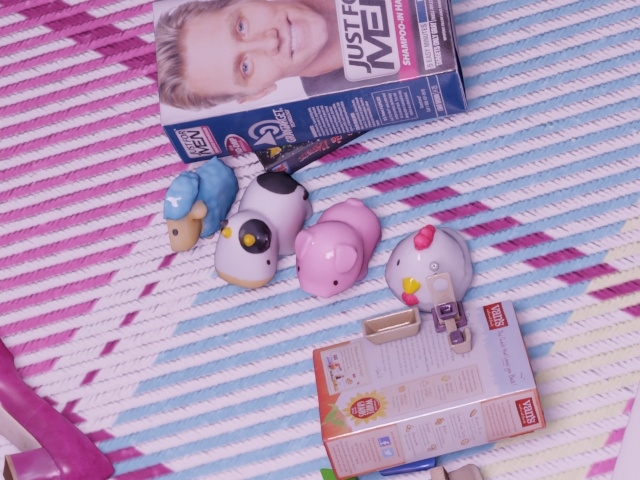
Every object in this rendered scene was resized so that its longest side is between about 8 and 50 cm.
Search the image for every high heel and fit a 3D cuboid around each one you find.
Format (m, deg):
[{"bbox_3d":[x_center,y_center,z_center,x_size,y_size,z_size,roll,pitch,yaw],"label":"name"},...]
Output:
[{"bbox_3d":[-0.325,0.188,1.980,0.117,0.082,0.244,-9,48,-24],"label":"high heel"}]

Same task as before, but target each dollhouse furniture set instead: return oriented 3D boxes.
[{"bbox_3d":[0.096,0.077,1.852,0.114,0.081,0.091,-15,33,5],"label":"dollhouse furniture set"}]

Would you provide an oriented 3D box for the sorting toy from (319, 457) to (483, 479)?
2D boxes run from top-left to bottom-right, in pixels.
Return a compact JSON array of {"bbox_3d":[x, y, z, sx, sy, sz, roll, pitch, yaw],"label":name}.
[{"bbox_3d":[0.108,0.353,1.818,0.196,0.047,0.347,-23,58,3],"label":"sorting toy"}]

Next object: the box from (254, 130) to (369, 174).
[{"bbox_3d":[0.005,-0.193,2.082,0.233,0.044,0.159,-29,64,-2],"label":"box"}]

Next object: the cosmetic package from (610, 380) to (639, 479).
[{"bbox_3d":[0.369,0.331,1.723,0.197,0.155,0.365,13,71,17],"label":"cosmetic package"}]

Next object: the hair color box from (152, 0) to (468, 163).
[{"bbox_3d":[-0.014,-0.215,2.012,0.347,0.105,0.174,-10,65,8],"label":"hair color box"}]

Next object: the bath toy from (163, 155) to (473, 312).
[{"bbox_3d":[0.000,0.000,1.954,0.348,0.129,0.151,15,70,16],"label":"bath toy"}]

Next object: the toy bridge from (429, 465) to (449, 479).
[{"bbox_3d":[0.048,0.293,1.825,0.188,0.026,0.063,-16,60,8],"label":"toy bridge"}]

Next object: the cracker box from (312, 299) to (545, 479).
[{"bbox_3d":[0.114,0.160,1.860,0.232,0.067,0.155,-15,34,6],"label":"cracker box"}]
